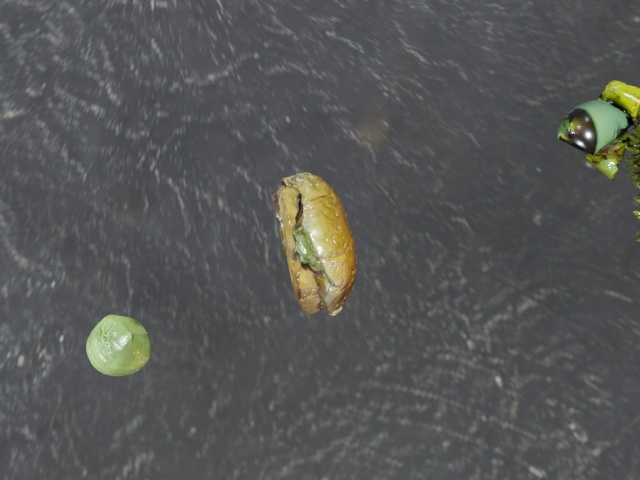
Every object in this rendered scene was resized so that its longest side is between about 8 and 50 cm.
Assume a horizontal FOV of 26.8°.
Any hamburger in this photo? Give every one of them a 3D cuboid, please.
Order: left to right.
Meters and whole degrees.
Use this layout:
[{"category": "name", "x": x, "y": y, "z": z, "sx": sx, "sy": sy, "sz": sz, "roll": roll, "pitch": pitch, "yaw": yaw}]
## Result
[{"category": "hamburger", "x": 0.002, "y": 0.005, "z": 1.564, "sx": 0.087, "sy": 0.102, "sz": 0.176, "roll": -10, "pitch": 91, "yaw": -8}]

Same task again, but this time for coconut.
[{"category": "coconut", "x": -0.274, "y": 0.143, "z": 1.830, "sx": 0.088, "sy": 0.096, "sz": 0.087, "roll": 14, "pitch": 62, "yaw": -28}]

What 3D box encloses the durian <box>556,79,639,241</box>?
[{"category": "durian", "x": 0.244, "y": -0.032, "z": 0.714, "sx": 0.146, "sy": 0.198, "sz": 0.159, "roll": -26, "pitch": 98, "yaw": -28}]
